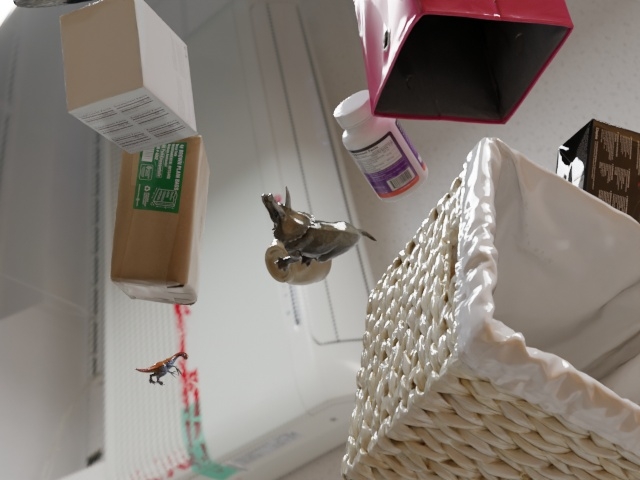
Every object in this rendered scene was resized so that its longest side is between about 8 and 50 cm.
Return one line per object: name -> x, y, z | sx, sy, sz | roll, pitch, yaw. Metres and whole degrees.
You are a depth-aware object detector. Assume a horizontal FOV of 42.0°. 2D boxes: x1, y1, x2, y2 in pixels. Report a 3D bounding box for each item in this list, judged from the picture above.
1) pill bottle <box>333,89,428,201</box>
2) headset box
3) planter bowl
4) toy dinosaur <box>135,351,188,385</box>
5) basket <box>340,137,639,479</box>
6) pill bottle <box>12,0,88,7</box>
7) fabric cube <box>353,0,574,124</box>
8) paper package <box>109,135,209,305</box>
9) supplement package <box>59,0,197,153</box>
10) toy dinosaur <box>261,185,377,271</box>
pill bottle -> 0.107, -0.174, 1.529 | 0.108, 0.193, 0.108 | -28, -153, 16
headset box -> 0.496, -0.025, 1.228 | 0.110, 0.293, 0.218 | 126, -22, -67
planter bowl -> -0.066, 0.042, 2.042 | 0.162, 0.109, 0.162 | 19, -61, 38
toy dinosaur -> -0.285, 0.232, 1.556 | 0.047, 0.090, 0.082 | -11, -138, 42
basket -> 0.222, 0.131, 0.852 | 0.266, 0.331, 0.328 | -52, -166, 35
pill bottle -> -0.175, -0.266, 0.520 | 0.123, 0.123, 0.219 | -2, -75, 44
fabric cube -> 0.218, -0.373, 1.370 | 0.254, 0.259, 0.258 | 117, -30, -59
paper package -> -0.340, -0.041, 1.809 | 0.309, 0.168, 0.325 | 115, -21, -78
supplement package -> -0.336, -0.291, 1.479 | 0.149, 0.203, 0.194 | -15, -109, 14
toy dinosaur -> 0.000, 0.000, 1.709 | 0.160, 0.313, 0.121 | -22, -122, 56
